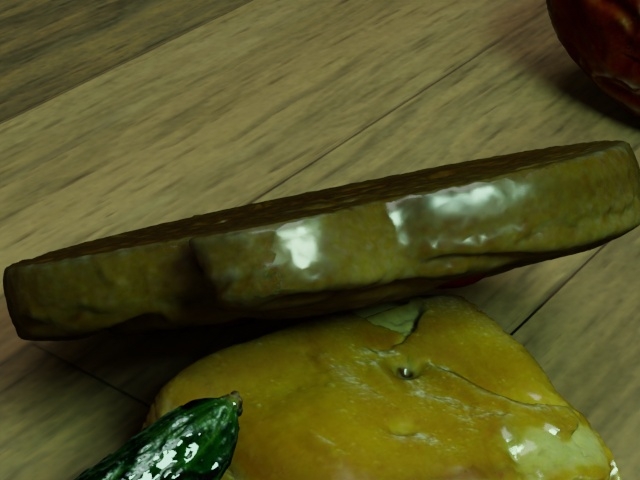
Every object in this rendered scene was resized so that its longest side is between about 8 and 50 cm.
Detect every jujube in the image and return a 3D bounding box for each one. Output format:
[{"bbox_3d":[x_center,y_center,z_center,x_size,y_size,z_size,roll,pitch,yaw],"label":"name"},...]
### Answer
[{"bbox_3d":[0.333,-0.191,1.198,0.290,0.197,0.197,37,44,20],"label":"jujube"}]

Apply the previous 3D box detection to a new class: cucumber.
[{"bbox_3d":[-0.147,0.169,0.671,0.293,0.067,0.067,-34,45,-22],"label":"cucumber"}]

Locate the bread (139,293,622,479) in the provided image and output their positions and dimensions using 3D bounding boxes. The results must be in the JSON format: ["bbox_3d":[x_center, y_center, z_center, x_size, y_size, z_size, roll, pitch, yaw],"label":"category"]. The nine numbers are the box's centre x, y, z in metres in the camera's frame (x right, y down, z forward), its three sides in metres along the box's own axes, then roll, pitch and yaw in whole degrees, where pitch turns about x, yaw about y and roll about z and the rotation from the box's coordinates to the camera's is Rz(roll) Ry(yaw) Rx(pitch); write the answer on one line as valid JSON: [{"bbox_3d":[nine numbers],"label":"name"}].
[{"bbox_3d":[0.033,0.116,0.786,0.235,0.099,0.210,-14,37,-24],"label":"bread"}]

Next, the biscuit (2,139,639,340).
[{"bbox_3d":[0.002,0.009,0.846,0.394,0.070,0.350,-10,5,12],"label":"biscuit"}]
